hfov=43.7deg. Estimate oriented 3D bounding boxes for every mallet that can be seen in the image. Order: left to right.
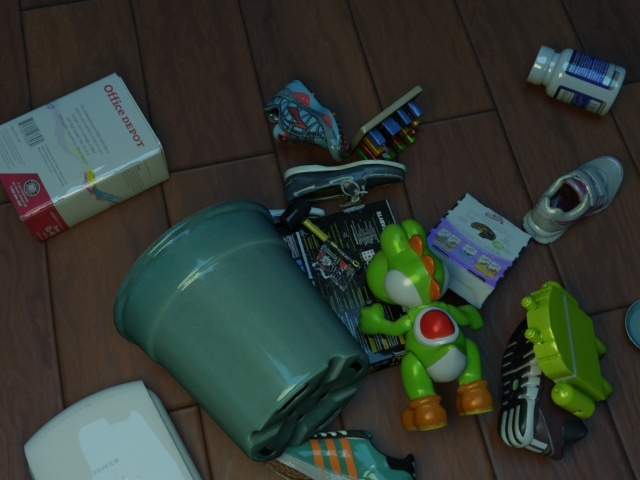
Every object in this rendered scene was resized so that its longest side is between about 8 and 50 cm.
[{"bbox_3d":[0.000,0.000,1.541,0.062,0.039,0.189,-39,77,-17],"label":"mallet"}]

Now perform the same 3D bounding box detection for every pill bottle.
[{"bbox_3d":[0.556,-0.356,1.745,0.187,0.112,0.112,24,68,8],"label":"pill bottle"}]

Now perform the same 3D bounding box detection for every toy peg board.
[{"bbox_3d":[0.148,-0.223,1.662,0.161,0.160,0.079,-39,88,-16],"label":"toy peg board"}]

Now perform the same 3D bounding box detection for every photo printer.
[{"bbox_3d":[-0.355,0.414,1.394,0.256,0.107,0.307,-28,70,-12],"label":"photo printer"}]

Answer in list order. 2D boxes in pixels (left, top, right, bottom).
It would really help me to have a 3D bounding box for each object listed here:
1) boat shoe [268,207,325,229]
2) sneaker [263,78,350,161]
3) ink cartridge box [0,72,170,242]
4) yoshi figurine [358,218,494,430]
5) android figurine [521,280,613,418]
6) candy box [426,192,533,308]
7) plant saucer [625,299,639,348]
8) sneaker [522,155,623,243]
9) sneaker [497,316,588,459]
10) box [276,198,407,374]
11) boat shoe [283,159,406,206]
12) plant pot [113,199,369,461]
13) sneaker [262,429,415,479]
[{"bbox_3d":[-0.061,-0.040,1.633,0.142,0.049,0.040,-3,72,4],"label":"boat shoe"},{"bbox_3d":[-0.033,-0.228,1.674,0.125,0.104,0.262,-33,46,-6],"label":"sneaker"},{"bbox_3d":[-0.497,-0.170,1.633,0.306,0.131,0.226,-27,69,-14],"label":"ink cartridge box"},{"bbox_3d":[0.179,0.147,1.436,0.203,0.204,0.362,-20,80,33],"label":"yoshi figurine"},{"bbox_3d":[0.442,0.188,1.438,0.056,0.273,0.248,-25,49,35],"label":"android figurine"},{"bbox_3d":[0.298,0.016,1.564,0.165,0.070,0.196,36,47,14],"label":"candy box"},{"bbox_3d":[0.655,0.171,1.567,0.120,0.021,0.119,0,67,-1],"label":"plant saucer"},{"bbox_3d":[0.532,-0.096,1.631,0.252,0.111,0.103,-38,73,-16],"label":"sneaker"},{"bbox_3d":[0.427,0.280,1.490,0.163,0.106,0.281,30,57,-14],"label":"sneaker"},{"bbox_3d":[0.058,0.099,1.557,0.257,0.079,0.321,-17,68,-6],"label":"box"},{"bbox_3d":[0.050,-0.114,1.638,0.255,0.095,0.079,-3,68,1],"label":"boat shoe"},{"bbox_3d":[-0.117,0.167,1.354,0.341,0.341,0.334,-36,63,-15],"label":"plant pot"},{"bbox_3d":[0.023,0.386,1.423,0.302,0.108,0.121,21,61,4],"label":"sneaker"}]
